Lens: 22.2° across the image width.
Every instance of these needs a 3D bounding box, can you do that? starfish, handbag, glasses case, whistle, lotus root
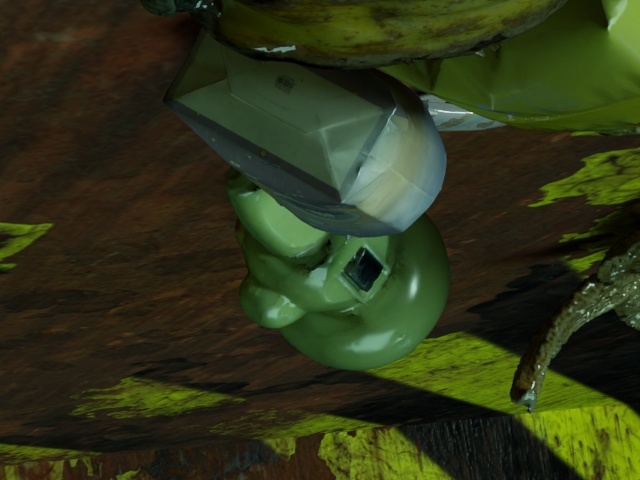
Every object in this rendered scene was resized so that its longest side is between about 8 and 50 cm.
[{"bbox_3d":[0.305,0.042,1.487,0.327,0.094,0.375,-33,157,11],"label":"starfish"},{"bbox_3d":[0.002,-0.059,0.856,0.117,0.095,0.173,32,-179,17],"label":"handbag"},{"bbox_3d":[0.085,-0.078,0.988,0.083,0.021,0.032,-2,164,-27],"label":"glasses case"},{"bbox_3d":[-0.006,-0.004,1.095,0.141,0.141,0.294,-14,147,22],"label":"whistle"},{"bbox_3d":[0.028,-0.122,0.559,0.210,0.120,0.120,-9,167,-4],"label":"lotus root"}]

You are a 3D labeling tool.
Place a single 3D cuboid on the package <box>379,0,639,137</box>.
[{"bbox_3d":[0.125,-0.097,0.738,0.168,0.090,0.226,13,169,-34],"label":"package"}]
